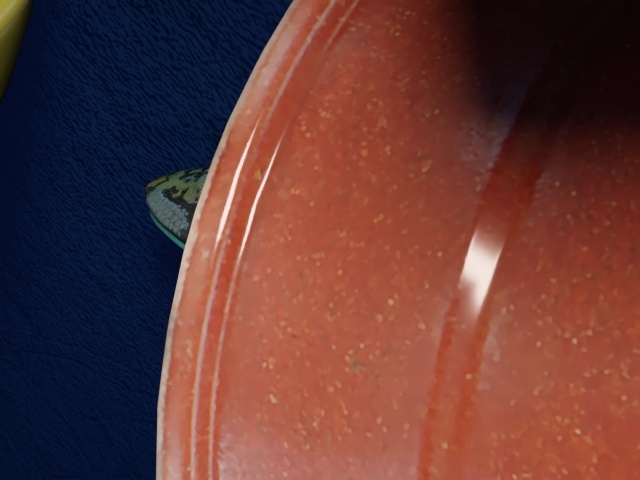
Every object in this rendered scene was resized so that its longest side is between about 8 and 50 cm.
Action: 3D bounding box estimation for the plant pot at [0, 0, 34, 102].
[{"bbox_3d":[-0.217,-0.174,0.683,0.254,0.254,0.239,42,137,11],"label":"plant pot"}]

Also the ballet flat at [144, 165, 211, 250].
[{"bbox_3d":[0.000,0.000,0.790,0.188,0.070,0.070,32,150,24],"label":"ballet flat"}]

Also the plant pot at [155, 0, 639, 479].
[{"bbox_3d":[0.149,0.049,0.425,0.265,0.272,0.272,12,138,38],"label":"plant pot"}]
